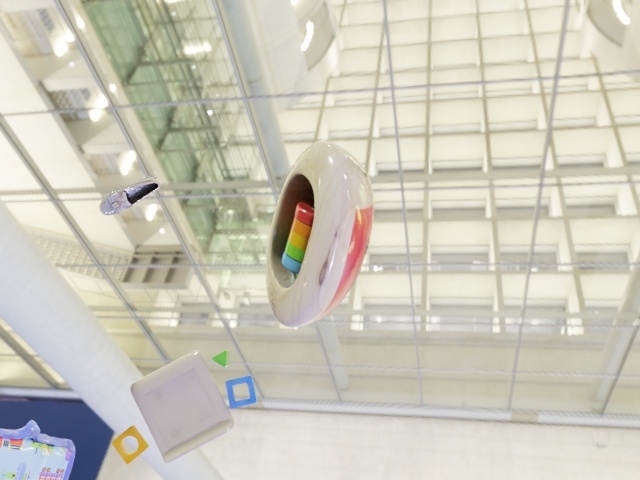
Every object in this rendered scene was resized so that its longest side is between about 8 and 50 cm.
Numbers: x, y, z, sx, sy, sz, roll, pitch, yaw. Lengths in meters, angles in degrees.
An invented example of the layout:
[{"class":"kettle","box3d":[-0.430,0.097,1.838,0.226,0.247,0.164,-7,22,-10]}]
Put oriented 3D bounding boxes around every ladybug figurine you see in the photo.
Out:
[{"class":"ladybug figurine","box3d":[0.000,0.000,1.346,0.161,0.450,0.305,6,-155,-28]}]

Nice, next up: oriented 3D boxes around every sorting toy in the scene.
[{"class":"sorting toy","box3d":[-0.311,0.373,1.340,0.347,0.047,0.196,-28,-98,0]}]

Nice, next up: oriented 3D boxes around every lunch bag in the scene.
[{"class":"lunch bag","box3d":[-0.581,0.463,1.047,0.138,0.221,0.293,19,-102,40]}]

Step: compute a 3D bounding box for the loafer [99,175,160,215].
[{"class":"loafer","box3d":[-0.366,-0.087,1.138,0.125,0.045,0.039,-31,-158,-15]}]
